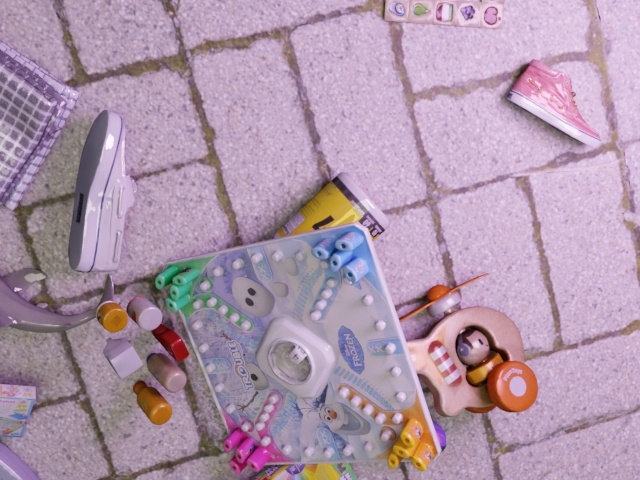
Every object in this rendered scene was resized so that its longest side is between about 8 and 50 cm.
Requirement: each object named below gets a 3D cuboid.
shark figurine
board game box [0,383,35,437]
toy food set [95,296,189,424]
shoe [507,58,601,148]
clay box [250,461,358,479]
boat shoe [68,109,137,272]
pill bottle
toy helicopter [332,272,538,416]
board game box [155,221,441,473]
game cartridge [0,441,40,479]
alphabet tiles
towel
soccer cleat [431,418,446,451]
[{"bbox_3d":[-0.465,0.113,1.231,0.278,0.116,0.166,18,100,-7],"label":"shark figurine"},{"bbox_3d":[-0.551,0.274,1.252,0.154,0.026,0.103,11,125,-28],"label":"board game box"},{"bbox_3d":[-0.288,0.172,1.245,0.111,0.104,0.232,-35,123,-21],"label":"toy food set"},{"bbox_3d":[0.402,-0.225,1.277,0.177,0.063,0.081,29,102,-7],"label":"shoe"},{"bbox_3d":[-0.047,0.445,1.348,0.222,0.053,0.128,-32,104,-21],"label":"clay box"},{"bbox_3d":[-0.336,-0.075,1.227,0.084,0.095,0.258,6,105,-36],"label":"boat shoe"},{"bbox_3d":[0.000,0.000,1.253,0.208,0.119,0.119,-43,102,4],"label":"pill bottle"},{"bbox_3d":[0.180,0.176,1.291,0.354,0.140,0.235,0,78,-19],"label":"toy helicopter"},{"bbox_3d":[-0.047,0.191,1.215,0.389,0.050,0.390,-11,105,31],"label":"board game box"},{"bbox_3d":[-0.572,0.460,1.319,0.198,0.062,0.297,-36,103,-2],"label":"game cartridge"},{"bbox_3d":[0.207,-0.466,1.237,0.198,0.009,0.237,2,101,-6],"label":"alphabet tiles"},{"bbox_3d":[-0.541,-0.196,1.155,0.283,0.121,0.235,34,97,-11],"label":"towel"},{"bbox_3d":[0.096,0.261,1.328,0.318,0.108,0.117,29,86,-11],"label":"soccer cleat"}]
